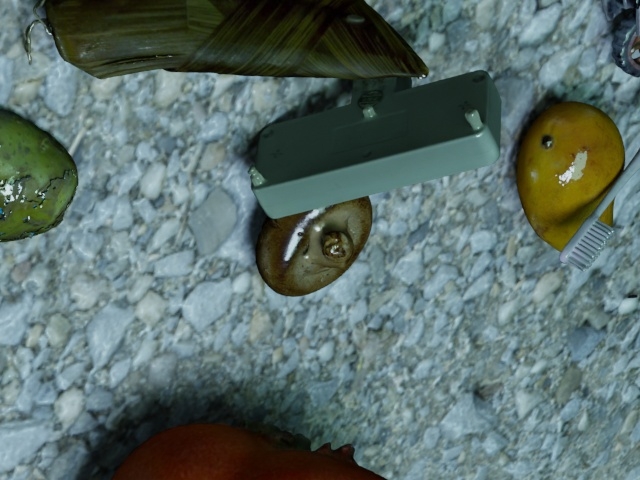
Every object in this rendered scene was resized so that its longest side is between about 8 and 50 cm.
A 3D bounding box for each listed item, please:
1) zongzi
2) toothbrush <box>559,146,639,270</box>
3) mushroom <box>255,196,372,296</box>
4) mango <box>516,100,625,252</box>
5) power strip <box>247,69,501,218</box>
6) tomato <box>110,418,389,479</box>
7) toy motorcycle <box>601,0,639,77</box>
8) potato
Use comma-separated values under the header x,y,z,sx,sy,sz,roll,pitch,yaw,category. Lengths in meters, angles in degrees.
x,y,z,sx,sy,sz,roll,pitch,yaw,category
-0.078,-0.160,1.500,0.248,0.241,0.111,-16,125,-24,zongzi
0.332,-0.102,1.861,0.354,0.029,0.024,-51,161,-23,toothbrush
-0.006,-0.006,1.746,0.126,0.085,0.109,-48,175,5,mushroom
0.238,-0.056,1.871,0.115,0.089,0.165,-21,130,-33,mango
0.047,-0.105,1.681,0.216,0.145,0.061,-13,130,18,power strip
-0.065,0.321,1.756,0.322,0.321,0.321,-16,125,-24,tomato
0.314,-0.255,1.801,0.122,0.080,0.215,-26,124,-17,toy motorcycle
-0.277,-0.050,1.568,0.198,0.054,0.119,32,100,-41,potato
